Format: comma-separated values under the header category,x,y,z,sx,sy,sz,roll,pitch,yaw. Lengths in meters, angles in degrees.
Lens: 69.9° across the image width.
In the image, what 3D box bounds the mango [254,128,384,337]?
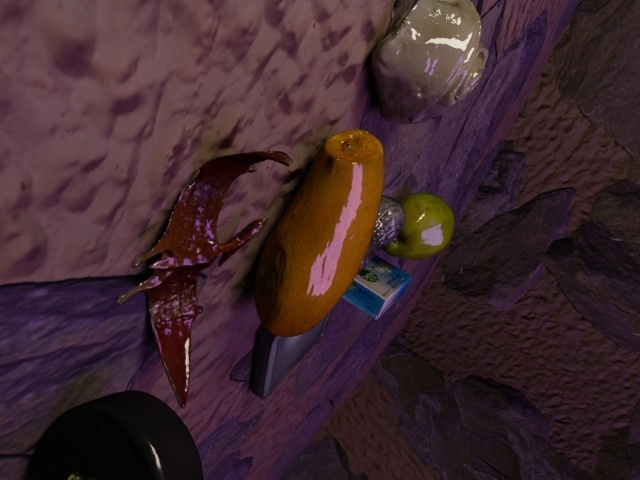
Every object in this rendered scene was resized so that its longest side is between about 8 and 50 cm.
category,x,y,z,sx,sy,sz,roll,pitch,yaw
mango,0.002,-0.002,0.729,0.360,0.144,0.187,-64,162,10

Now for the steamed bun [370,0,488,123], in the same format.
category,x,y,z,sx,sy,sz,roll,pitch,yaw
steamed bun,0.189,-0.282,0.733,0.211,0.144,0.218,-52,160,-15

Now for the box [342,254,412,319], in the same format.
category,x,y,z,sx,sy,sz,roll,pitch,yaw
box,0.147,0.119,1.251,0.194,0.139,0.073,-25,142,-57

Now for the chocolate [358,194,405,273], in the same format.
category,x,y,z,sx,sy,sz,roll,pitch,yaw
chocolate,0.096,-0.011,0.995,0.248,0.110,0.110,-45,157,-30

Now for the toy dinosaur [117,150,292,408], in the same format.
category,x,y,z,sx,sy,sz,roll,pitch,yaw
toy dinosaur,-0.131,0.045,0.534,0.327,0.112,0.206,-55,160,0

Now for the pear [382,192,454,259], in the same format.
category,x,y,z,sx,sy,sz,roll,pitch,yaw
pear,0.259,-0.034,1.247,0.219,0.187,0.188,-18,141,-29

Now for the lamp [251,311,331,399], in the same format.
category,x,y,z,sx,sy,sz,roll,pitch,yaw
lamp,-0.053,0.213,1.066,0.266,0.047,0.269,-38,153,-40

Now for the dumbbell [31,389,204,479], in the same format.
category,x,y,z,sx,sy,sz,roll,pitch,yaw
dumbbell,-0.274,0.274,0.407,0.204,0.203,0.322,-60,160,10
